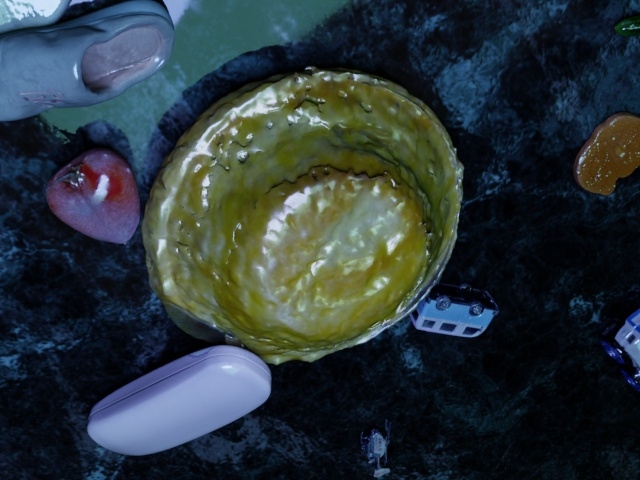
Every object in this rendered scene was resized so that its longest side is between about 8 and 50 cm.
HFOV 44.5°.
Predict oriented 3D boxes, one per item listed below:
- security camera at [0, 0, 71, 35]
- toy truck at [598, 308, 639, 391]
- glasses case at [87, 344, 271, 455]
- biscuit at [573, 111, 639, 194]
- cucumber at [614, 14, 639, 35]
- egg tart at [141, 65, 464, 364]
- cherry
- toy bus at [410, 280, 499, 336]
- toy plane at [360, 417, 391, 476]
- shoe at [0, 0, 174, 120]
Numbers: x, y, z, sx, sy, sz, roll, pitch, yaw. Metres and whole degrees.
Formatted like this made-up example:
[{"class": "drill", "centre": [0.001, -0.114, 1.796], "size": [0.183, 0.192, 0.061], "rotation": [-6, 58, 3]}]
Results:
[{"class": "security camera", "centre": [-0.370, -0.329, 0.775], "size": [0.157, 0.080, 0.301], "rotation": [-31, 125, 1]}, {"class": "toy truck", "centre": [0.586, 0.196, 1.285], "size": [0.161, 0.177, 0.213], "rotation": [-38, 122, 8]}, {"class": "glasses case", "centre": [-0.200, 0.227, 1.089], "size": [0.297, 0.075, 0.113], "rotation": [-27, 131, 25]}, {"class": "biscuit", "centre": [0.429, -0.129, 1.150], "size": [0.102, 0.019, 0.130], "rotation": [30, 107, -28]}, {"class": "cucumber", "centre": [0.486, -0.301, 1.065], "size": [0.184, 0.033, 0.036], "rotation": [-14, 146, -8]}, {"class": "egg tart", "centre": [0.000, 0.000, 1.003], "size": [0.443, 0.178, 0.443], "rotation": [-8, 120, -14]}, {"class": "cherry", "centre": [-0.274, -0.055, 0.947], "size": [0.106, 0.087, 0.126], "rotation": [-14, 140, -10]}, {"class": "toy bus", "centre": [0.199, 0.107, 1.190], "size": [0.123, 0.060, 0.075], "rotation": [11, 119, -19]}, {"class": "toy plane", "centre": [0.095, 0.351, 1.313], "size": [0.049, 0.031, 0.121], "rotation": [-12, 118, -20]}, {"class": "shoe", "centre": [-0.273, -0.185, 0.857], "size": [0.251, 0.100, 0.103], "rotation": [-23, 140, -8]}]
